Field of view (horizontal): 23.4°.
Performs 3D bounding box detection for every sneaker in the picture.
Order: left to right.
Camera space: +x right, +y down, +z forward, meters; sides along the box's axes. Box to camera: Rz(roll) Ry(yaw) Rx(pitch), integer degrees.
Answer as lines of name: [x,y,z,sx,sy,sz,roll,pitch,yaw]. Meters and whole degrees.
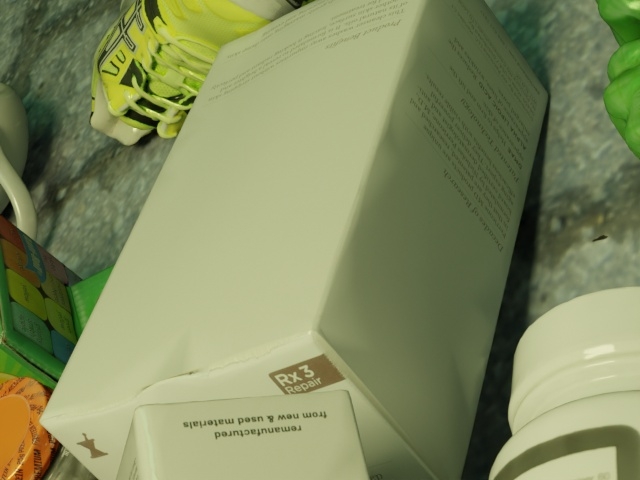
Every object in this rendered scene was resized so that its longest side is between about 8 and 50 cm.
sneaker: [-0.103,-0.157,1.301,0.147,0.145,0.384,-67,13,-10]

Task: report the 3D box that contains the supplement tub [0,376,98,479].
supplement tub: [-0.147,0.175,1.013,0.117,0.190,0.117,-28,39,25]

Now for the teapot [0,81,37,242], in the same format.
teapot: [-0.399,-0.056,1.511,0.252,0.187,0.256,-1,14,-7]

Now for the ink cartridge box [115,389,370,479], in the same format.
ink cartridge box: [-0.030,0.239,0.757,0.197,0.114,0.273,112,150,-55]

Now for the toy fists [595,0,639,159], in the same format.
toy fists: [0.249,-0.133,0.981,0.142,0.096,0.279,-18,42,20]

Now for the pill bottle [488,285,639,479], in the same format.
pill bottle: [0.155,0.174,0.723,0.161,0.161,0.283,-22,42,31]

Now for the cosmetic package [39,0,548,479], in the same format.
cosmetic package: [0.000,0.000,1.011,0.217,0.156,0.385,-19,35,35]

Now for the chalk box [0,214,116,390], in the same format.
chalk box: [-0.246,0.112,1.187,0.289,0.179,0.180,-40,36,10]
